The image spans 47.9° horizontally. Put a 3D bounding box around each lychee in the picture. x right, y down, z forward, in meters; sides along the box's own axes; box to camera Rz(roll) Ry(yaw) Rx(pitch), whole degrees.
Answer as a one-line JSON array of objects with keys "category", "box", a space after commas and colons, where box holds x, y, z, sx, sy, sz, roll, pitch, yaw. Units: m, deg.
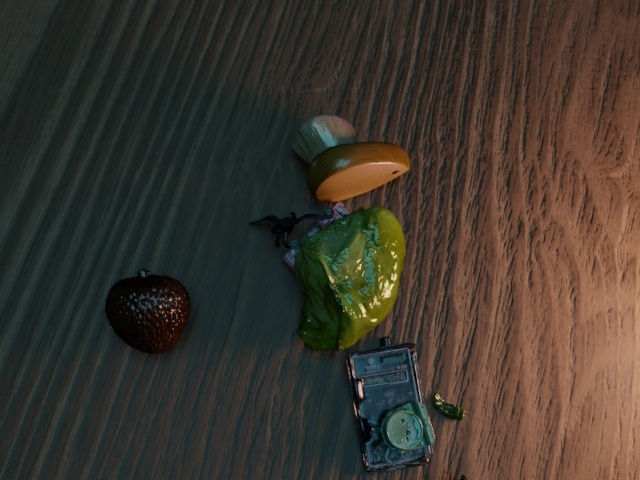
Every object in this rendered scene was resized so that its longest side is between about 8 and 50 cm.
[{"category": "lychee", "box": [-0.381, 0.153, 1.604, 0.194, 0.194, 0.195, 1, 74, -4]}]

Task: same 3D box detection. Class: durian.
[{"category": "durian", "box": [0.073, 0.078, 1.631, 0.339, 0.204, 0.256, -35, 118, -18]}]

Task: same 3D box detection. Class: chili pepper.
[{"category": "chili pepper", "box": [0.294, 0.386, 1.662, 0.091, 0.034, 0.030, 31, 41, 6]}]

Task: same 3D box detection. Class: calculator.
[{"category": "calculator", "box": [0.157, 0.380, 1.640, 0.165, 0.028, 0.274, -9, 81, -6]}]

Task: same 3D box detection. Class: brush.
[{"category": "brush", "box": [0.077, -0.210, 1.752, 0.266, 0.174, 0.166, -12, 65, -16]}]

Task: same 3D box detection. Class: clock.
[{"category": "clock", "box": [0.180, 0.422, 1.599, 0.135, 0.041, 0.101, -18, 81, -11]}]

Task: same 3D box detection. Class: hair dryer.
[{"category": "hair dryer", "box": [0.184, 0.247, 1.694, 0.083, 0.026, 0.047, -4, 75, -9]}]

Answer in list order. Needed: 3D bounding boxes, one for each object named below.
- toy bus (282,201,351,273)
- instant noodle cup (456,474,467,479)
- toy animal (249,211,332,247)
[{"category": "toy bus", "box": [0.000, 0.000, 1.733, 0.090, 0.063, 0.203, 43, 77, 7]}, {"category": "instant noodle cup", "box": [0.210, 0.611, 1.512, 0.232, 0.207, 0.207, -9, 75, 2]}, {"category": "toy animal", "box": [-0.081, -0.035, 1.696, 0.220, 0.062, 0.108, 0, 43, 26]}]
